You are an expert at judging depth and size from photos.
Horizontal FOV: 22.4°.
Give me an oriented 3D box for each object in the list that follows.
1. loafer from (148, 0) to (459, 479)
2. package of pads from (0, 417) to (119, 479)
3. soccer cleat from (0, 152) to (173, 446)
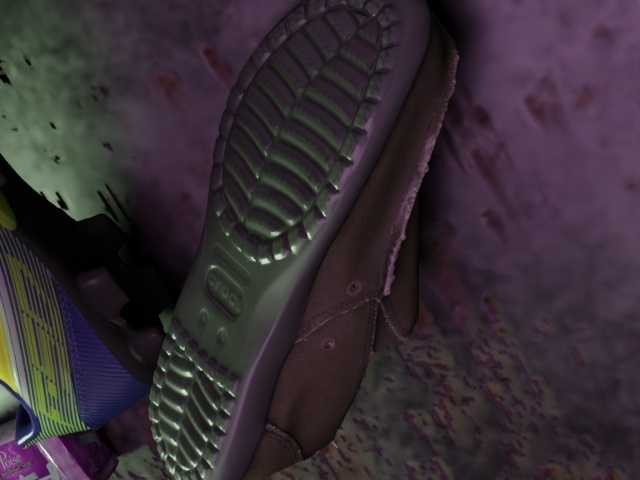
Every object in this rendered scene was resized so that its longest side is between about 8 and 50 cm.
[{"bbox_3d":[0.000,0.000,0.711,0.094,0.087,0.251,49,125,41],"label":"loafer"},{"bbox_3d":[-0.153,0.118,0.855,0.083,0.032,0.050,-25,108,30],"label":"package of pads"},{"bbox_3d":[-0.184,-0.011,0.722,0.121,0.093,0.289,-34,119,13],"label":"soccer cleat"}]
